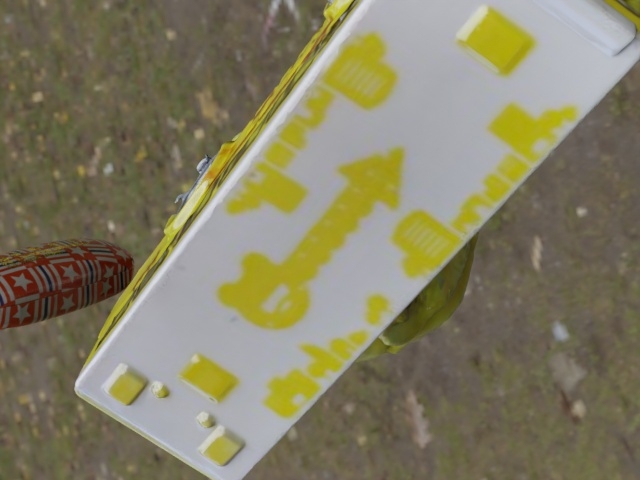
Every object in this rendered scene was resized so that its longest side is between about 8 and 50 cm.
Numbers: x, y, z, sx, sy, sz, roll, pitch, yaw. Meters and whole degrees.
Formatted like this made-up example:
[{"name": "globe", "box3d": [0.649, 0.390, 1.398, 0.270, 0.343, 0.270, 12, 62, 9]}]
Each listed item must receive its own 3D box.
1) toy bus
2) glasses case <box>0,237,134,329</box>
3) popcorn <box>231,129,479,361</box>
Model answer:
[{"name": "toy bus", "box3d": [0.004, -0.018, 0.405, 0.081, 0.074, 0.226, 36, 124, -9]}, {"name": "glasses case", "box3d": [-0.228, 0.031, 1.068, 0.073, 0.194, 0.049, 12, 107, 30]}, {"name": "popcorn", "box3d": [0.005, -0.001, 1.217, 0.237, 0.293, 0.293, 1, 104, 62]}]
